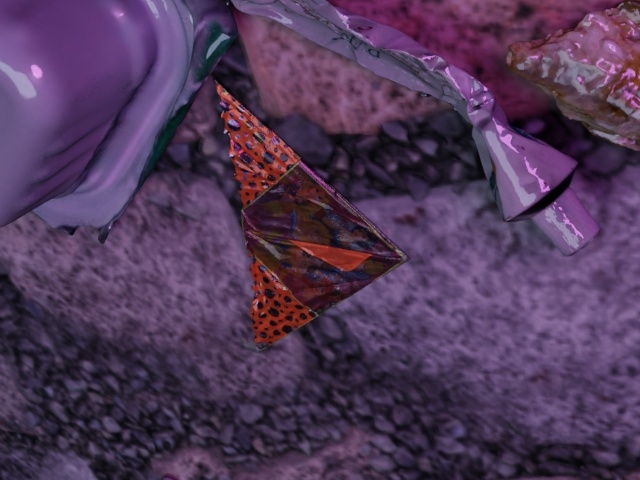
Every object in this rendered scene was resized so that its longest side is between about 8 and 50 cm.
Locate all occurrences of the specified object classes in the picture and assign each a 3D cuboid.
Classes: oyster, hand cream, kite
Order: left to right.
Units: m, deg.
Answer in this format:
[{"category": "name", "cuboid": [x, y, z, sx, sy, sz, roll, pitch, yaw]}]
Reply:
[{"category": "kite", "cuboid": [0.000, 0.001, 0.942, 0.125, 0.008, 0.222, 9, 129, 21]}, {"category": "hand cream", "cuboid": [0.048, -0.081, 0.800, 0.257, 0.050, 0.084, 37, 177, 5]}, {"category": "oyster", "cuboid": [0.185, -0.077, 0.751, 0.121, 0.045, 0.146, -33, 105, 29]}]

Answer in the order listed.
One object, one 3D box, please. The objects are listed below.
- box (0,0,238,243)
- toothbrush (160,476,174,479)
[{"category": "box", "cuboid": [-0.249, -0.135, 0.911, 0.336, 0.106, 0.264, 38, 135, -2]}, {"category": "toothbrush", "cuboid": [-0.048, 0.254, 1.161, 0.204, 0.022, 0.017, 38, 131, 0]}]
